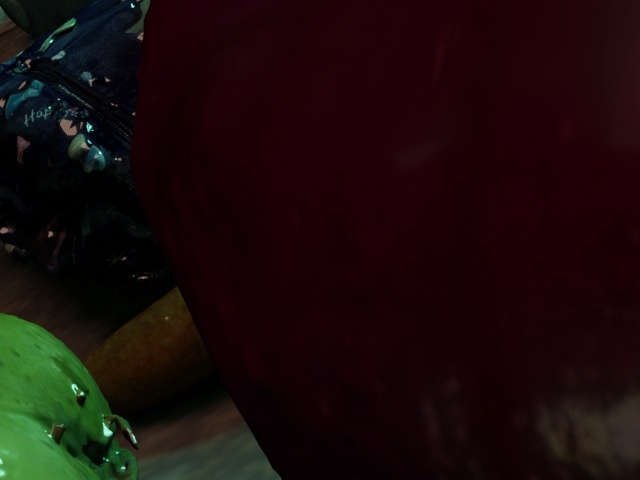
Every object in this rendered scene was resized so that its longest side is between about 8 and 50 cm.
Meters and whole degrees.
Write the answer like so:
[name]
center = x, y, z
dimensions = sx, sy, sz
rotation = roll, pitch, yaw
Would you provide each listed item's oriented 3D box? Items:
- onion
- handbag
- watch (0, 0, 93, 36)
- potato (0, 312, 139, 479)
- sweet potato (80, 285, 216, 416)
[onion]
center = 0.120, -0.109, 0.472
dimensions = 0.398, 0.420, 0.398
rotation = -16, 37, 13
[handbag]
center = -0.091, -0.055, 0.926
dimensions = 0.162, 0.113, 0.260
rotation = -32, 24, -18
[watch]
center = -0.102, -0.204, 1.249
dimensions = 0.193, 0.068, 0.206
rotation = -48, 28, -25
[potato]
center = -0.134, 0.108, 0.660
dimensions = 0.169, 0.143, 0.248
rotation = -35, 18, -1
[sweet potato]
center = -0.001, 0.003, 0.799
dimensions = 0.255, 0.058, 0.078
rotation = -33, 10, -1
